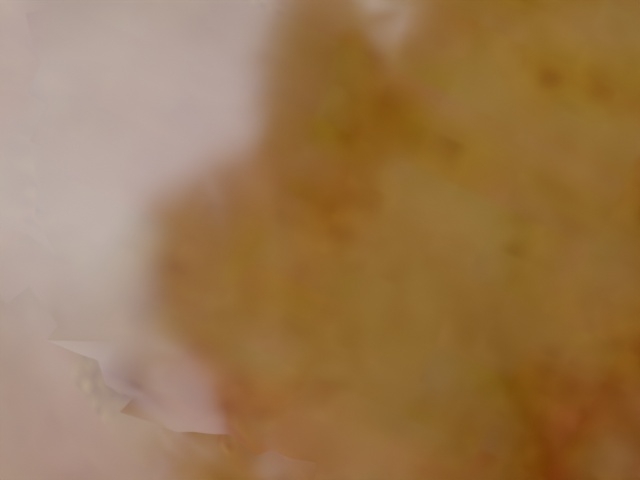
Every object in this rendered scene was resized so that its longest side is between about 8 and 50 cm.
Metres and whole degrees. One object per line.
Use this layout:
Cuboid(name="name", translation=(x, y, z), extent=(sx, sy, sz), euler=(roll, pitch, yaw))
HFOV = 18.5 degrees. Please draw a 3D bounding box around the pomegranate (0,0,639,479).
Cuboid(name="pomegranate", translation=(0.000, 0.000, 0.506), extent=(0.411, 0.411, 0.411), euler=(-16, 71, 54))
